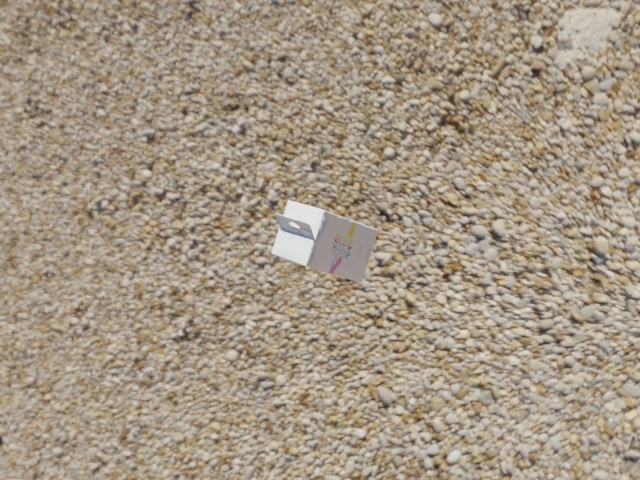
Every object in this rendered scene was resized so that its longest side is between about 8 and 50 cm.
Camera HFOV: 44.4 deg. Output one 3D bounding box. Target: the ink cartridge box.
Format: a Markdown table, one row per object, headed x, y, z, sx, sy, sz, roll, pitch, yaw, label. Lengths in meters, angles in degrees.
| x | y | z | sx | sy | sz | roll | pitch | yaw | label |
| --- | --- | --- | --- | --- | --- | --- | --- | --- | --- |
| 0.000 | 0.000 | 1.216 | 0.092 | 0.143 | 0.090 | 17 | 89 | 48 | ink cartridge box |
